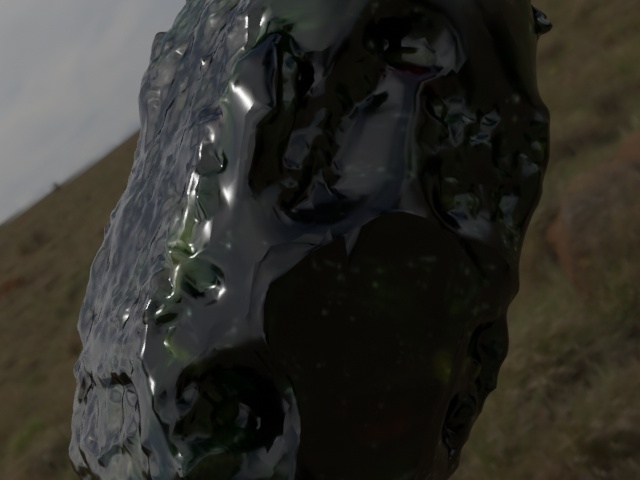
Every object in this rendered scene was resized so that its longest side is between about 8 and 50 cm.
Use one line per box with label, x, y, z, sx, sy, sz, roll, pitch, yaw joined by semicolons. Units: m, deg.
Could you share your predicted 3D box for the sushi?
sushi;0.000;0.000;0.469;0.127;0.124;0.225;-14;58;63
